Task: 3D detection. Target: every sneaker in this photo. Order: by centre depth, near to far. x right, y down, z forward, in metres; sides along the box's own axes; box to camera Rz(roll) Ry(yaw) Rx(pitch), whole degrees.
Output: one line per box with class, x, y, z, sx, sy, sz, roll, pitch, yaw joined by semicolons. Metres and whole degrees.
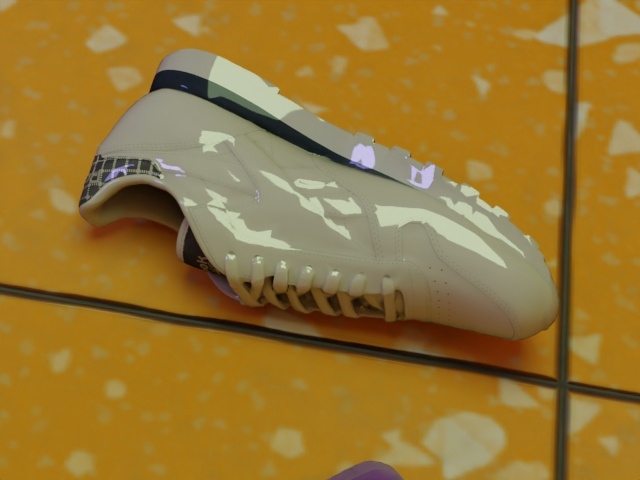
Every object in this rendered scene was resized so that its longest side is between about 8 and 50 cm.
sneaker;0.000;0.000;0.895;0.235;0.090;0.095;25;63;16

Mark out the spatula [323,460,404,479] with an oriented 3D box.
spatula;-0.057;0.179;0.756;0.296;0.030;0.084;-29;62;-30
